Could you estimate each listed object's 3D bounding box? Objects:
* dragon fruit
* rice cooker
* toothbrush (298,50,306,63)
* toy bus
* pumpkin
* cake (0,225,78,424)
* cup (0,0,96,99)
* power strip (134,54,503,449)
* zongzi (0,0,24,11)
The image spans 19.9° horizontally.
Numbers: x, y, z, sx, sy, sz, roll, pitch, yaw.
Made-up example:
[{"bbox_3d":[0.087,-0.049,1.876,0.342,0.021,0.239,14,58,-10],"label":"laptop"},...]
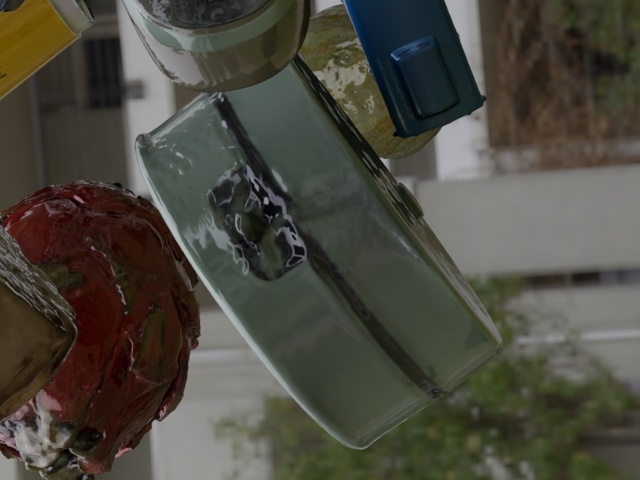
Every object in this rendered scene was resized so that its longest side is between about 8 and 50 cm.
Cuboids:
[{"bbox_3d":[-0.265,0.088,1.988,0.342,0.277,0.277,-71,-24,-45],"label":"dragon fruit"},{"bbox_3d":[-0.077,-0.200,1.306,0.127,0.145,0.206,78,-178,-50],"label":"rice cooker"},{"bbox_3d":[-0.030,-0.213,2.006,0.022,0.017,0.204,100,154,-43],"label":"toothbrush"},{"bbox_3d":[0.073,-0.182,1.586,0.106,0.090,0.184,-105,-8,-67],"label":"toy bus"},{"bbox_3d":[0.090,-0.214,2.251,0.217,0.110,0.217,15,-116,-32],"label":"pumpkin"},{"bbox_3d":[-0.316,0.044,1.292,0.293,0.199,0.196,45,-178,-35],"label":"cake"},{"bbox_3d":[-0.444,-0.265,2.382,0.196,0.280,0.196,59,-176,-6],"label":"cup"},{"bbox_3d":[0.000,0.000,1.545,0.357,0.161,0.357,54,-174,-8],"label":"power strip"},{"bbox_3d":[-0.311,-0.313,1.557,0.242,0.112,0.221,14,-68,-44],"label":"zongzi"}]
